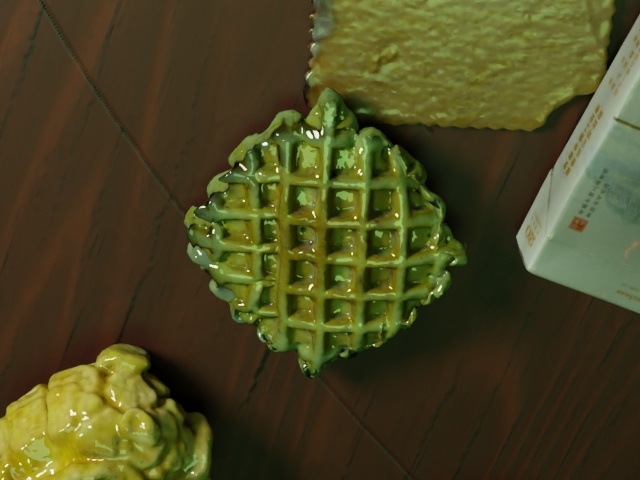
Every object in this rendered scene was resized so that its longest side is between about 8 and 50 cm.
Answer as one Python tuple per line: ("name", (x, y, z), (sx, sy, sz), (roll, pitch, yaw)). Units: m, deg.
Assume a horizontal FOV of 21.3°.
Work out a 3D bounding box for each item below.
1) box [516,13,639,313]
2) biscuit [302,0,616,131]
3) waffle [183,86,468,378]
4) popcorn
("box", (0.272, -0.057, 1.326), (0.149, 0.067, 0.233), (21, 116, -11))
("biscuit", (0.109, -0.190, 1.292), (0.236, 0.013, 0.232), (3, 118, -1))
("waffle", (0.000, 0.000, 1.368), (0.214, 0.054, 0.208), (-36, 111, 23))
("popcorn", (-0.186, 0.178, 1.423), (0.194, 0.140, 0.163), (-2, 123, 0))
